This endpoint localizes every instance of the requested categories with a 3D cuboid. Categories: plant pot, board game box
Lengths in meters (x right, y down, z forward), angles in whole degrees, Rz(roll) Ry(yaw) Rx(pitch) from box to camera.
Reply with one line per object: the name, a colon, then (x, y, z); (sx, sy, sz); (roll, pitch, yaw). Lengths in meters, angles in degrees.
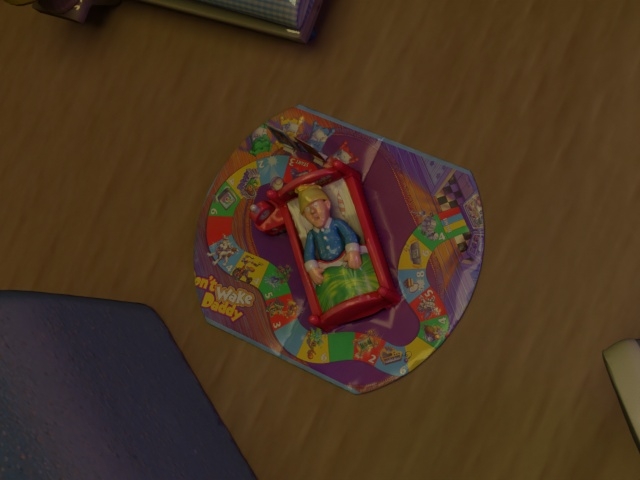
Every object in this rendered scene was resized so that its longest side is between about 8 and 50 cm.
plant pot: (-0.177, 0.169, 0.641); (0.248, 0.252, 0.247); (-39, 65, 9)
board game box: (0.000, 0.000, 0.729); (0.169, 0.033, 0.133); (24, 87, 26)

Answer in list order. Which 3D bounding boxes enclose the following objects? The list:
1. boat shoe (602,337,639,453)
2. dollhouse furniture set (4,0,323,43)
boat shoe: (0.206, 0.132, 0.593); (0.081, 0.079, 0.227); (-31, 73, 5)
dollhouse furniture set: (-0.035, -0.245, 0.714); (0.286, 0.198, 0.303); (20, 86, 26)
